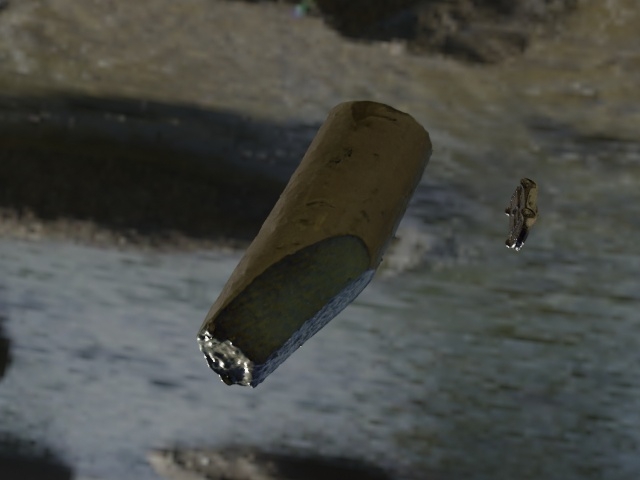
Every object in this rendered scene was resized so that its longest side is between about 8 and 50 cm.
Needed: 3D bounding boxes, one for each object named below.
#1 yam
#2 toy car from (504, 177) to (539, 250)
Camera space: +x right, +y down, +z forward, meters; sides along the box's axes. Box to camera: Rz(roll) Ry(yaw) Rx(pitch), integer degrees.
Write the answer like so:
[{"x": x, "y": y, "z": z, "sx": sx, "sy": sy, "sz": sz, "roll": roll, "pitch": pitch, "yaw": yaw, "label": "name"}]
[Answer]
[{"x": 0.000, "y": 0.000, "z": 1.281, "sx": 0.106, "sy": 0.259, "sz": 0.106, "roll": 20, "pitch": 147, "yaw": 13, "label": "yam"}, {"x": 0.198, "y": -0.023, "z": 1.577, "sx": 0.025, "sy": 0.093, "sz": 0.041, "roll": 19, "pitch": 127, "yaw": -8, "label": "toy car"}]
